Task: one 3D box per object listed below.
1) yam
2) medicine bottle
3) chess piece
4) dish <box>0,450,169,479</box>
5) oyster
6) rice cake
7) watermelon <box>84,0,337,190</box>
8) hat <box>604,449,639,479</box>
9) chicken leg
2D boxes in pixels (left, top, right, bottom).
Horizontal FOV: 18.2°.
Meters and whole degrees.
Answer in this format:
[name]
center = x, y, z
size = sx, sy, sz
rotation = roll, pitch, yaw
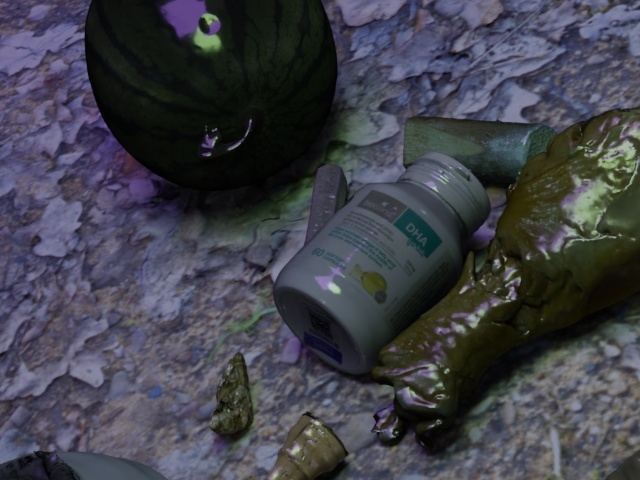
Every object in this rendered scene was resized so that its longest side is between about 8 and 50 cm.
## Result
[yam]
center = 0.164, -0.095, 2.073
size = 0.169, 0.068, 0.068
rotation = 7, 49, 35
[medicine bottle]
center = 0.067, 0.015, 1.947
size = 0.135, 0.135, 0.215
rotation = 21, 58, 44
[chess piece]
center = -0.052, 0.236, 1.828
size = 0.172, 0.060, 0.060
rotation = -44, 41, -19
[dish]
center = -0.281, 0.294, 1.854
size = 0.316, 0.106, 0.316
rotation = -16, 39, 14
[oyster]
center = -0.082, 0.150, 1.938
size = 0.038, 0.080, 0.083
rotation = 13, 84, 12
[rice cake]
center = 0.000, 0.000, 2.077
size = 0.036, 0.047, 0.207
rotation = -6, 43, 16
[watermelon]
center = -0.119, -0.200, 2.191
size = 0.278, 0.279, 0.359
rotation = -27, 36, 0
[hat]
center = 0.311, 0.228, 1.628
size = 0.147, 0.085, 0.175
rotation = -36, 60, -29
[chicken leg]
center = 0.207, 0.031, 1.850
size = 0.429, 0.153, 0.201
rotation = -42, 48, -7
